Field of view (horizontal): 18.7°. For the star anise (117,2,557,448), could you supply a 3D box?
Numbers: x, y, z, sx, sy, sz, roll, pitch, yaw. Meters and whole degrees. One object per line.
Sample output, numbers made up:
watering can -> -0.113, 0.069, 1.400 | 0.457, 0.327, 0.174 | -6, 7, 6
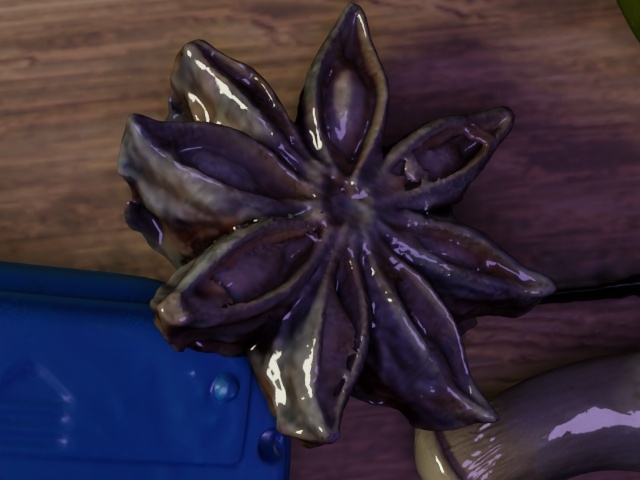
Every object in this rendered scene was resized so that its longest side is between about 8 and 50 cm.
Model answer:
star anise -> 0.000, -0.001, 1.013 | 0.223, 0.109, 0.236 | -5, 71, -24

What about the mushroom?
mushroom -> 0.162, 0.101, 1.072 | 0.223, 0.092, 0.081 | -10, 58, -4

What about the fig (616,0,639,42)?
fig -> 0.261, -0.158, 0.982 | 0.245, 0.195, 0.195 | 8, 101, -24

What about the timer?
timer -> -0.176, 0.165, 0.996 | 0.340, 0.115, 0.309 | 7, 92, -27
